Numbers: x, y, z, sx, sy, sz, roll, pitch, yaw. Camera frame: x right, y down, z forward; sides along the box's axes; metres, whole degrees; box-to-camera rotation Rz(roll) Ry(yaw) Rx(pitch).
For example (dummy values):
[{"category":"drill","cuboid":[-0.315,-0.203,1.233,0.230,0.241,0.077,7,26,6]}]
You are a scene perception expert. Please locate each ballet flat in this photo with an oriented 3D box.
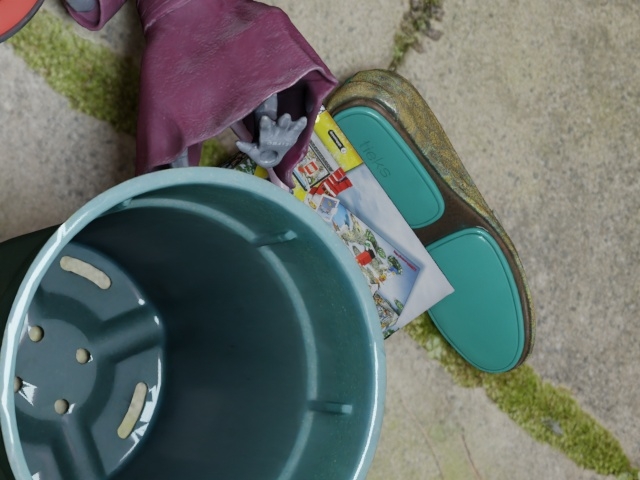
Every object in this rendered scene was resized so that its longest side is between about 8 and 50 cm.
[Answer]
[{"category":"ballet flat","cuboid":[0.124,-0.027,2.014,0.123,0.123,0.349,-43,111,-24]}]

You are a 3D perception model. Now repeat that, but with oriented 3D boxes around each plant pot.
[{"category":"plant pot","cuboid":[-0.173,0.117,1.702,0.341,0.334,0.341,1,88,-30]}]

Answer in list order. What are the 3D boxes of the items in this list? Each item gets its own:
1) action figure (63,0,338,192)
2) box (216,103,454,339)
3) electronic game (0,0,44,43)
[{"category":"action figure","cuboid":[-0.100,-0.208,1.828,0.248,0.276,0.370,-19,61,1]},{"category":"box","cuboid":[0.000,0.000,1.933,0.159,0.044,0.233,-35,108,3]},{"category":"electronic game","cuboid":[-0.335,-0.276,1.756,0.229,0.048,0.229,1,88,-32]}]
